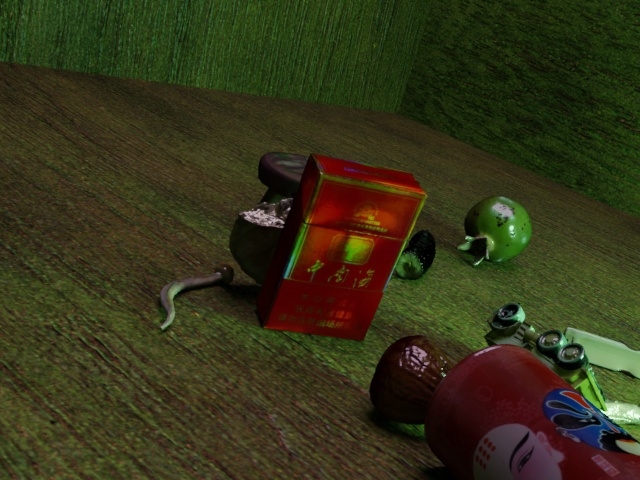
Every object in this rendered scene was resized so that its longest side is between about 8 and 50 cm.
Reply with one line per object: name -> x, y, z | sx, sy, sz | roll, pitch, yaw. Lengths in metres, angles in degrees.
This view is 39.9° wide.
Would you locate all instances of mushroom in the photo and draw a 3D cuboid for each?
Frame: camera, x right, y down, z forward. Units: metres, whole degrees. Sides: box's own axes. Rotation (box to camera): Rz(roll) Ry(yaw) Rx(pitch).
mushroom -> -0.232, 0.091, 1.535 | 0.068, 0.043, 0.306 | -4, 12, 20

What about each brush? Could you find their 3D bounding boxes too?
brush -> 0.651, 0.251, 1.822 | 0.321, 0.060, 0.050 | 17, 5, 1

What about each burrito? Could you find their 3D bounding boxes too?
burrito -> 0.506, 0.302, 1.557 | 0.186, 0.041, 0.045 | 12, 59, -18

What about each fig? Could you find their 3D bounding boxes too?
fig -> 0.174, 0.237, 1.316 | 0.201, 0.133, 0.146 | 36, 34, 27

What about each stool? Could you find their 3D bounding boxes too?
stool -> -0.027, -0.081, 2.009 | 0.272, 0.178, 0.272 | 15, 17, -5

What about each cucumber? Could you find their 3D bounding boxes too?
cucumber -> 0.236, 0.028, 2.095 | 0.081, 0.072, 0.303 | 20, 17, 11

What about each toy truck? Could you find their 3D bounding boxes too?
toy truck -> 0.367, 0.220, 1.532 | 0.128, 0.135, 0.259 | 58, -5, -29

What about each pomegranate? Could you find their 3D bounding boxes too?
pomegranate -> 0.447, -0.016, 2.299 | 0.181, 0.181, 0.224 | 27, 42, 30

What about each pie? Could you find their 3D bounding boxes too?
pie -> 0.000, 0.000, 1.627 | 0.338, 0.337, 0.075 | 10, 44, -20

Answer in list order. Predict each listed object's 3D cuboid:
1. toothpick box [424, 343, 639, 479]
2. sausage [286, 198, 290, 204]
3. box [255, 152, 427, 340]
toothpick box -> 0.298, 0.297, 1.104 | 0.204, 0.204, 0.333 | 7, 19, -29
sausage -> 0.018, -0.082, 2.228 | 0.302, 0.076, 0.103 | 12, 18, -15
box -> 0.030, 0.018, 1.518 | 0.197, 0.313, 0.089 | 10, 28, -21
